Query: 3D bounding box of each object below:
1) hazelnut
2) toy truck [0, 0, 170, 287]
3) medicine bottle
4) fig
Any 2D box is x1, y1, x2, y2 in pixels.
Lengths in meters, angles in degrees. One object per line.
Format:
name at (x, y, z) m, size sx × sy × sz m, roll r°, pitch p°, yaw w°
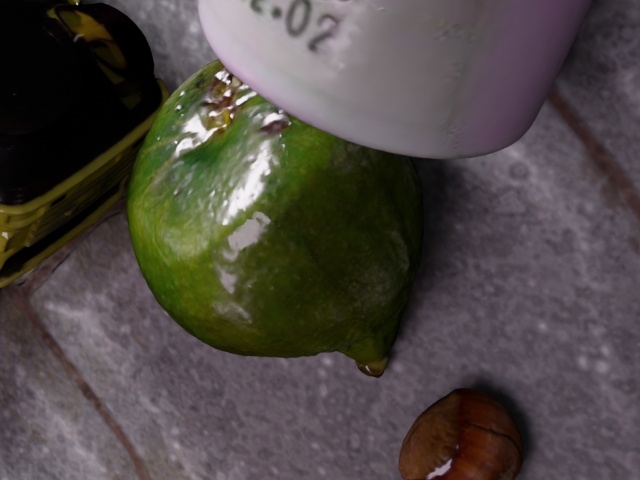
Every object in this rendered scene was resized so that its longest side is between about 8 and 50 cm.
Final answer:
hazelnut at (0.095, 0.146, 1.217) m, size 0.086 × 0.086 × 0.086 m, roll 12°, pitch 114°, yaw 29°
toy truck at (-0.305, -0.151, 1.285) m, size 0.405 × 0.180 × 0.254 m, roll 44°, pitch 151°, yaw 11°
medicine bottle at (0.085, -0.255, 0.976) m, size 0.219 × 0.219 × 0.388 m, roll 34°, pitch 124°, yaw 18°
fig at (0.000, 0.000, 1.194) m, size 0.203 × 0.203 × 0.235 m, roll -18°, pitch 137°, yaw 37°
